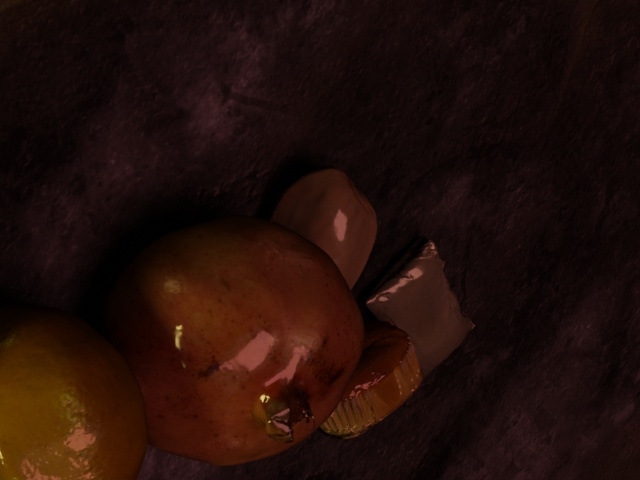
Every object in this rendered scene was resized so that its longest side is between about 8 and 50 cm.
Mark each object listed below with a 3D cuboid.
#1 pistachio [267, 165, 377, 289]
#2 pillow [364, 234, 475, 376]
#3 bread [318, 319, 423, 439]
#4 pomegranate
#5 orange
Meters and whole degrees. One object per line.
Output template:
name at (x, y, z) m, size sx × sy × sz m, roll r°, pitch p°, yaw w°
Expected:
pistachio at (0.000, 0.000, 2.008) m, size 0.152 × 0.126 × 0.223 m, roll 4°, pitch 116°, yaw -8°
pillow at (0.156, 0.114, 2.258) m, size 0.148 × 0.050 × 0.229 m, roll -39°, pitch 131°, yaw -11°
bread at (0.055, 0.198, 2.144) m, size 0.190 × 0.132 × 0.114 m, roll -40°, pitch 130°, yaw -25°
pomegranate at (-0.101, 0.134, 1.835) m, size 0.338 × 0.338 × 0.338 m, roll -20°, pitch 122°, yaw -35°
orange at (-0.334, 0.212, 1.693) m, size 0.235 × 0.279 × 0.279 m, roll -38°, pitch 132°, yaw -37°
